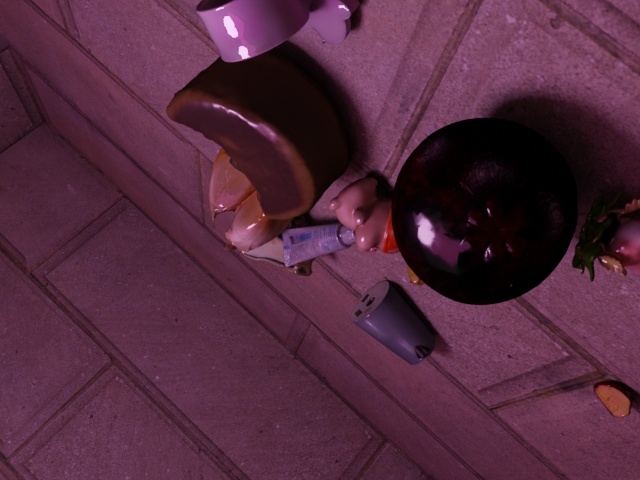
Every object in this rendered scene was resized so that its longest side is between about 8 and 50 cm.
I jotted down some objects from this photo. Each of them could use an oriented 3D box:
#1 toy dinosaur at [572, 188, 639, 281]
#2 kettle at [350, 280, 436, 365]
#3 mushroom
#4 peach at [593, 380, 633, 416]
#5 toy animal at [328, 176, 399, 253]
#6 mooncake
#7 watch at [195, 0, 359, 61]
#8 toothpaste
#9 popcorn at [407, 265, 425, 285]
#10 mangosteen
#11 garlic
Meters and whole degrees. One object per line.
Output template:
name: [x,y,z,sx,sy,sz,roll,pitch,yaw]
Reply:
toy dinosaur: [0.496,0.024,0.942,0.176,0.152,0.194,19,154,33]
kettle: [0.223,0.255,1.847,0.243,0.160,0.210,44,178,-14]
mushroom: [-0.111,-0.029,1.953,0.292,0.211,0.218,22,110,47]
peach: [0.652,0.348,1.349,0.083,0.050,0.078,17,123,34]
toy animal: [0.127,-0.051,1.443,0.198,0.171,0.171,45,159,9]
mooncake: [-0.129,-0.243,1.419,0.393,0.246,0.394,29,155,16]
watch: [-0.089,-0.411,1.091,0.248,0.217,0.211,20,148,47]
toothpaste: [0.000,0.000,1.735,0.299,0.073,0.114,-12,82,41]
popcorn: [0.265,0.079,1.563,0.084,0.084,0.084,37,157,19]
mangosteen: [0.264,-0.054,1.033,0.307,0.307,0.347,48,-171,-7]
garlic: [-0.185,-0.132,1.737,0.285,0.250,0.313,25,136,-17]
